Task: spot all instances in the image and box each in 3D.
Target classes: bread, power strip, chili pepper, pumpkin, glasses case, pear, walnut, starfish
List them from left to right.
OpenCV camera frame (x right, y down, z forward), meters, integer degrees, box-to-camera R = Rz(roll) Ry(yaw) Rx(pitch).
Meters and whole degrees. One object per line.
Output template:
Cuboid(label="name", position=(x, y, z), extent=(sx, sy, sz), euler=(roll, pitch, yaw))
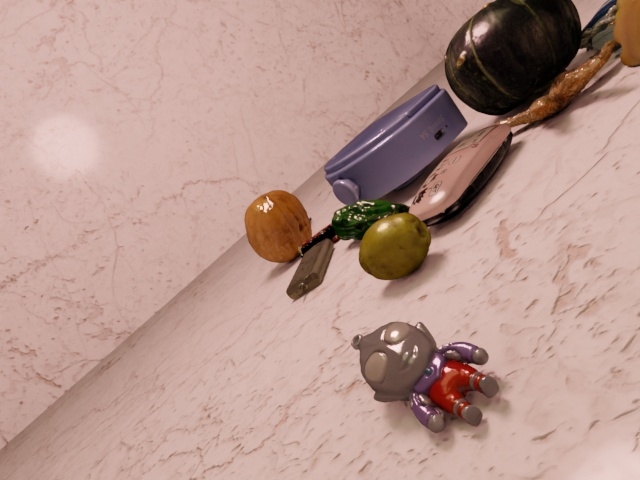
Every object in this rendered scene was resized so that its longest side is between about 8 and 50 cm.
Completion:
Cuboid(label="walnut", position=(-0.127, -0.042, 1.611), extent=(0.196, 0.221, 0.195), euler=(-13, 30, 8))
Cuboid(label="power strip", position=(-0.025, 0.072, 1.308), extent=(0.092, 0.034, 0.268), euler=(-34, 12, 20))
Cuboid(label="chili pepper", position=(0.118, -0.050, 1.231), extent=(0.099, 0.083, 0.253), euler=(-46, 18, -24))
Cuboid(label="pear", position=(0.125, 0.011, 0.903), extent=(0.131, 0.107, 0.107), euler=(-45, 5, 38))
Cuboid(label="glasses case", position=(0.276, -0.132, 1.048), extent=(0.314, 0.075, 0.122), euler=(-46, 16, -32))
Cuboid(label="pumpkin", position=(0.448, -0.446, 1.263), extent=(0.323, 0.241, 0.323), euler=(-33, -2, -1))
Cuboid(label="starfish", position=(0.481, -0.297, 1.065), extent=(0.299, 0.060, 0.302), euler=(-35, 1, 23))
Cuboid(label="bread", position=(0.640, -0.460, 0.977), extent=(0.261, 0.156, 0.158), euler=(-35, 14, 14))

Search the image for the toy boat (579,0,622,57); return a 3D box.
Cuboid(label="toy boat", position=(0.687, -0.477, 1.208), extent=(0.221, 0.067, 0.291), euler=(-31, 25, 37))

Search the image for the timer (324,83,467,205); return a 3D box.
Cuboid(label="timer", position=(0.180, -0.220, 1.442), extent=(0.395, 0.173, 0.395), euler=(-36, 13, 9))

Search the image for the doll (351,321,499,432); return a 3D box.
Cuboid(label="doll", position=(0.097, 0.138, 0.590), extent=(0.102, 0.075, 0.227), euler=(-52, 26, -12))

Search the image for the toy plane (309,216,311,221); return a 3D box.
Cuboid(label="toy plane", position=(-0.082, -0.037, 1.872), extent=(0.096, 0.060, 0.235), euler=(-23, 11, 12))

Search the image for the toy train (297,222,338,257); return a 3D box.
Cuboid(label="toy train", position=(0.000, 0.000, 1.475), extent=(0.138, 0.050, 0.087), euler=(-37, 6, 2))
